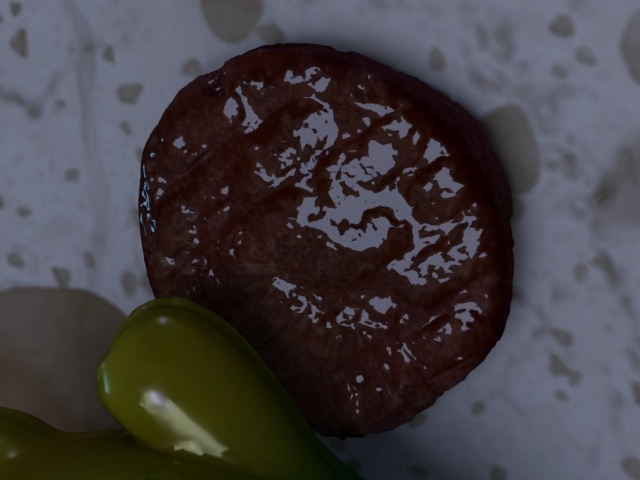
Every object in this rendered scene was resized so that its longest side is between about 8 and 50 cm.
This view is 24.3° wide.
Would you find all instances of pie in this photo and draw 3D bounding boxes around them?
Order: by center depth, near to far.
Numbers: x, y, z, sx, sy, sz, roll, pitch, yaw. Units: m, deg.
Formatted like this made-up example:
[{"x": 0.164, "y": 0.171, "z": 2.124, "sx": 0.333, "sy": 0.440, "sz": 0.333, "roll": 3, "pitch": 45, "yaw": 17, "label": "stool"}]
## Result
[{"x": 0.000, "y": 0.000, "z": 0.662, "sx": 0.182, "sy": 0.049, "sz": 0.182, "roll": 6, "pitch": 109, "yaw": 20, "label": "pie"}]

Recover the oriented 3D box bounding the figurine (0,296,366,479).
[{"x": -0.025, "y": 0.203, "z": 0.633, "sx": 0.340, "sy": 0.231, "sz": 0.323, "roll": 17, "pitch": 92, "yaw": 3, "label": "figurine"}]
